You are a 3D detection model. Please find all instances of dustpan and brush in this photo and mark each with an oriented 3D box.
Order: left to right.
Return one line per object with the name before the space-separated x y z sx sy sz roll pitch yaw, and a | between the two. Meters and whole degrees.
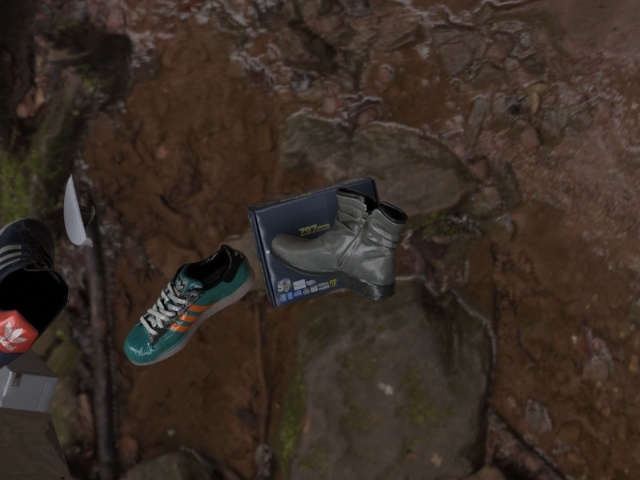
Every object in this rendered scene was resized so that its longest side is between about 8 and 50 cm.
dustpan and brush | -0.503 -0.034 1.843 0.211 0.060 0.147 -42 61 54

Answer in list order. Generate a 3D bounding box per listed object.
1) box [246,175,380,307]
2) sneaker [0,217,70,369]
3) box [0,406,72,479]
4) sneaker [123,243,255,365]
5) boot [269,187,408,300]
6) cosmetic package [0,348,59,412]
box | 0.000 0.000 1.574 0.059 0.233 0.183 -150 46 -69
sneaker | -0.449 0.063 1.372 0.148 0.350 0.131 -28 122 17
box | -0.336 0.233 0.796 0.170 0.130 0.091 -37 62 13
sneaker | -0.272 0.116 1.714 0.108 0.302 0.121 43 168 36
boot | 0.030 -0.016 1.420 0.246 0.083 0.161 19 118 30
cosmetic package | -0.602 0.267 1.678 0.238 0.107 0.127 27 99 47
